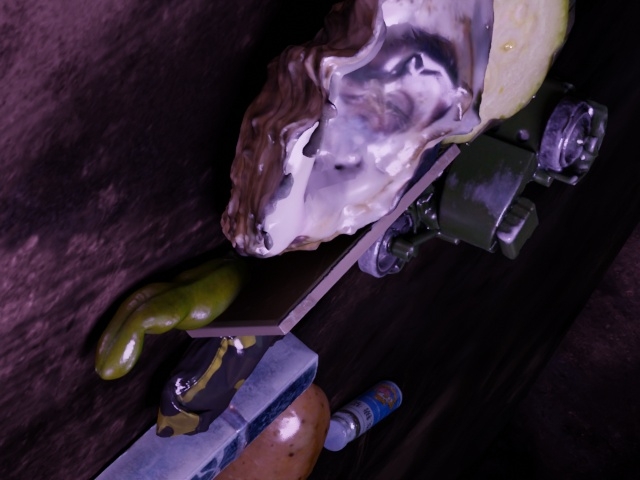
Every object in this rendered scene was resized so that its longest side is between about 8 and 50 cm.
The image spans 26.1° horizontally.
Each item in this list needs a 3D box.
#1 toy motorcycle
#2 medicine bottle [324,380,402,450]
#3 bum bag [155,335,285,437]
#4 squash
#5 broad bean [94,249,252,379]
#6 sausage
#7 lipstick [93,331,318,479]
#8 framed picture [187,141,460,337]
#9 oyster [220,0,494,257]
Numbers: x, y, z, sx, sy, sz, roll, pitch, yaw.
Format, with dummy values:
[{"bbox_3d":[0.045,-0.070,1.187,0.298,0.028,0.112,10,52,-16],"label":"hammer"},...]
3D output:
[{"bbox_3d":[0.161,-0.066,1.402,0.275,0.205,0.127,-65,158,-3],"label":"toy motorcycle"},{"bbox_3d":[0.061,0.259,2.054,0.191,0.051,0.051,-26,148,-58],"label":"medicine bottle"},{"bbox_3d":[-0.084,0.104,1.342,0.232,0.060,0.107,-49,154,-23],"label":"bum bag"},{"bbox_3d":[0.118,-0.205,1.251,0.220,0.133,0.220,-31,145,-25],"label":"squash"},{"bbox_3d":[-0.116,0.054,1.175,0.213,0.048,0.070,-35,152,-48],"label":"broad bean"},{"bbox_3d":[-0.128,0.353,1.621,0.136,0.123,0.501,-84,-161,-61],"label":"sausage"},{"bbox_3d":[-0.123,0.200,1.402,0.289,0.076,0.077,-40,161,-32],"label":"lipstick"},{"bbox_3d":[0.000,0.000,1.260,0.250,0.016,0.184,-46,-161,-26],"label":"framed picture"},{"bbox_3d":[0.025,-0.107,1.096,0.238,0.115,0.351,-12,145,-50],"label":"oyster"}]
